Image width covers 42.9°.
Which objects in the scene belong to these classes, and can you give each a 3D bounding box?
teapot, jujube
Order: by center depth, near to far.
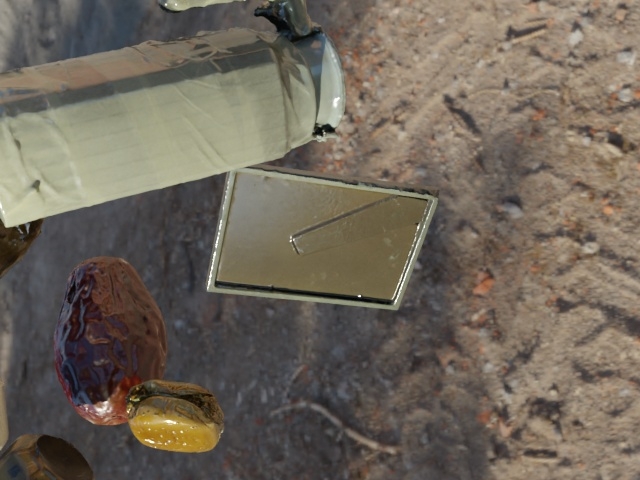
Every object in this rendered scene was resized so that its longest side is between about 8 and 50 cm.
[{"bbox_3d":[-0.088,-0.086,0.446,0.077,0.200,0.107,41,141,54],"label":"teapot"},{"bbox_3d":[-0.370,0.172,1.417,0.197,0.197,0.290,-36,57,47],"label":"jujube"}]

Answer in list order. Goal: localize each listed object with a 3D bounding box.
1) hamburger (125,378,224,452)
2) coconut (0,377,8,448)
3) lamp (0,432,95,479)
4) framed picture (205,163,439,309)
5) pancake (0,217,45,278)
[{"bbox_3d":[-0.225,0.273,1.263,0.138,0.147,0.083,86,-169,-47],"label":"hamburger"},{"bbox_3d":[-0.728,0.325,1.563,0.237,0.237,0.265,-3,98,53],"label":"coconut"},{"bbox_3d":[-0.428,0.386,1.189,0.185,0.161,0.161,-48,46,6],"label":"lamp"},{"bbox_3d":[0.000,0.000,1.218,0.024,0.315,0.232,-100,22,-53],"label":"framed picture"},{"bbox_3d":[-0.576,-0.048,1.253,0.065,0.356,0.356,41,121,34],"label":"pancake"}]
